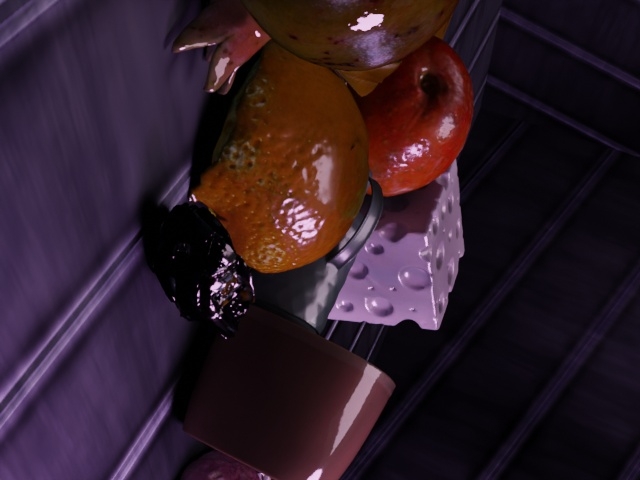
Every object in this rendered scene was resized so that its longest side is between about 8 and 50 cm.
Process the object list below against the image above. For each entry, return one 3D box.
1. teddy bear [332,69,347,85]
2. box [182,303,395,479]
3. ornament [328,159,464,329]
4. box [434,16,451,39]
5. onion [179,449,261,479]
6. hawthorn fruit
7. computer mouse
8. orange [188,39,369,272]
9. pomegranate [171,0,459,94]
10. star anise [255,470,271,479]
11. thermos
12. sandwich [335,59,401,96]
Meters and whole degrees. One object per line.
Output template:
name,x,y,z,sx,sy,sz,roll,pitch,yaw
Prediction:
teddy bear,0.022,-0.273,1.538,0.119,0.078,0.160,-26,-168,44
box,-0.055,0.252,1.512,0.301,0.301,0.216,68,45,-73
ornament,0.125,-0.005,1.864,0.239,0.240,0.239,-65,151,-44
box,0.197,-0.531,1.814,0.415,0.116,0.264,60,52,-75
onion,-0.162,0.493,1.727,0.349,0.159,0.267,-39,150,-67
hawthorn fruit,0.134,-0.224,1.707,0.284,0.284,0.284,19,90,-78
computer mouse,-0.149,0.044,1.162,0.077,0.146,0.241,-35,154,-21
orange,-0.036,-0.109,1.313,0.334,0.196,0.262,74,22,-46
pomegranate,-0.010,-0.307,1.030,0.291,0.323,0.290,40,44,-54
star anise,-0.156,0.544,2.071,0.195,0.065,0.182,-55,166,-64
thermos,0.000,0.000,1.540,0.145,0.182,0.286,35,75,-35
sandwich,0.047,-0.255,1.314,0.074,0.074,0.116,-39,159,10
